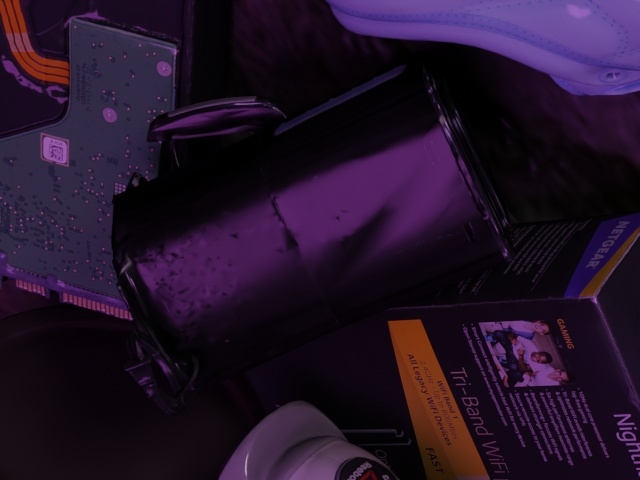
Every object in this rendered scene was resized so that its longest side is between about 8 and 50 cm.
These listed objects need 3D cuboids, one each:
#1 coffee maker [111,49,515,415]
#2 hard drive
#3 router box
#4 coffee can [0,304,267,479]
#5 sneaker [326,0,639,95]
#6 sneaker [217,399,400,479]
[{"bbox_3d":[0.000,0.000,0.880,0.178,0.171,0.120,-24,132,11],"label":"coffee maker"},{"bbox_3d":[-0.164,-0.125,0.974,0.237,0.064,0.339,15,124,15],"label":"hard drive"},{"bbox_3d":[0.113,0.140,0.980,0.243,0.081,0.309,-5,120,40],"label":"router box"},{"bbox_3d":[-0.150,0.206,1.091,0.201,0.201,0.275,24,127,8],"label":"coffee can"},{"bbox_3d":[0.162,-0.132,0.803,0.366,0.135,0.150,12,143,19],"label":"sneaker"},{"bbox_3d":[0.009,0.248,0.992,0.146,0.122,0.330,30,140,24],"label":"sneaker"}]
